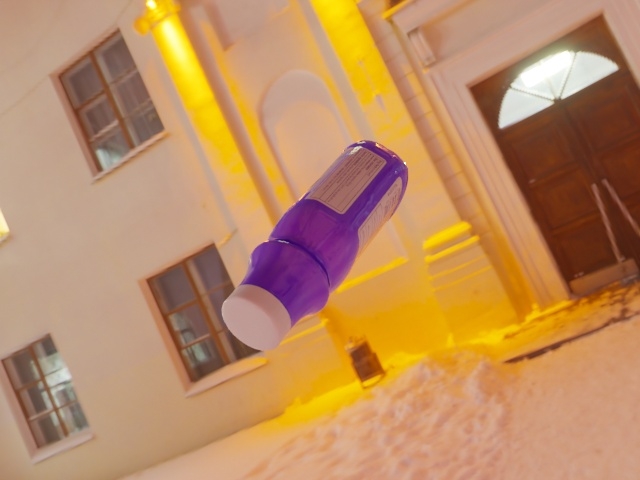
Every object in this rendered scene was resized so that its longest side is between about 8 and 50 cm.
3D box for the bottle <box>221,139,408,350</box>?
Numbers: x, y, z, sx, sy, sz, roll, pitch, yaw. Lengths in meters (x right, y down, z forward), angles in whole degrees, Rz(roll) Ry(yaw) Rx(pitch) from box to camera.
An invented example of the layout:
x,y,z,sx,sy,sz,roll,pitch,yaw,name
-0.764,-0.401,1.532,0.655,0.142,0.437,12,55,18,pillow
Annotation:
x,y,z,sx,sy,sz,roll,pitch,yaw,name
0.000,0.000,0.697,0.283,0.092,0.118,-50,-11,-42,bottle
